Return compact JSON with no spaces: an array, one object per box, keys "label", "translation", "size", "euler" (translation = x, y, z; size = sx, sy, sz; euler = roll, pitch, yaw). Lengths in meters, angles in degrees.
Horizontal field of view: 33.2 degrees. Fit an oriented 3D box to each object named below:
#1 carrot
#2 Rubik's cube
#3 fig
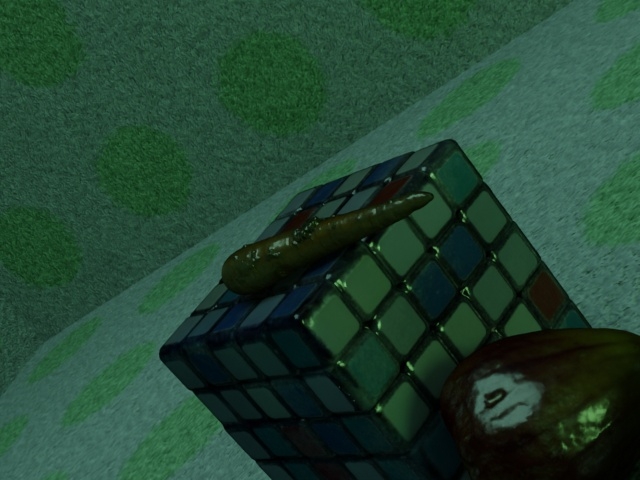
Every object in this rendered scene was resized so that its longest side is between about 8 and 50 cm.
[{"label":"carrot","translation":[0.000,0.000,0.984],"size":[0.254,0.049,0.049],"euler":[-22,22,36]},{"label":"Rubik's cube","translation":[0.061,0.108,1.144],"size":[0.287,0.292,0.293],"euler":[-16,29,54]},{"label":"fig","translation":[0.242,0.129,0.944],"size":[0.274,0.145,0.170],"euler":[-32,36,-1]}]
